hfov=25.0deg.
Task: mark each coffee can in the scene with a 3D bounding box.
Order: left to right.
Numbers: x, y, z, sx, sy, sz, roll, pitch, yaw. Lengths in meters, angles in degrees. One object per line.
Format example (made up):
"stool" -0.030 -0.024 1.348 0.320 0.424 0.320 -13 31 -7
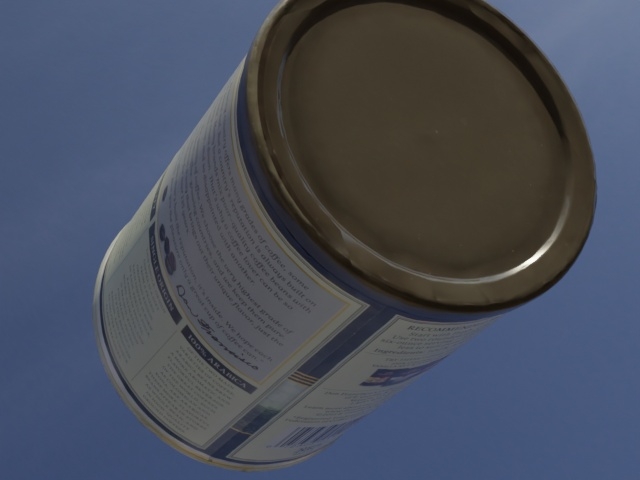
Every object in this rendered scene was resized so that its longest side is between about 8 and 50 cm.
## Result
"coffee can" 0.000 0.000 0.843 0.201 0.275 0.202 12 -119 -22
